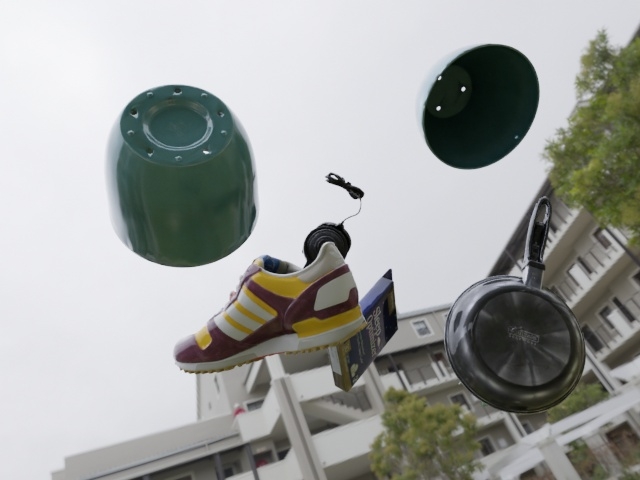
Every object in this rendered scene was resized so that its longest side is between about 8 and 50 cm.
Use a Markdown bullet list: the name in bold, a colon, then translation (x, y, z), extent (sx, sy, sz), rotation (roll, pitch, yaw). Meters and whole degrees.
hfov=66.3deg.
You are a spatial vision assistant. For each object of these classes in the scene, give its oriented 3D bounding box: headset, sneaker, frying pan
- **headset**: translation (0.000, 0.000, 1.489), extent (0.394, 0.185, 0.243), rotation (-57, -2, 11)
- **sneaker**: translation (-0.053, 0.058, 0.419), extent (0.185, 0.084, 0.069), rotation (-17, -2, 21)
- **frying pan**: translation (0.319, 0.095, 0.705), extent (0.326, 0.197, 0.053), rotation (-46, -16, -13)

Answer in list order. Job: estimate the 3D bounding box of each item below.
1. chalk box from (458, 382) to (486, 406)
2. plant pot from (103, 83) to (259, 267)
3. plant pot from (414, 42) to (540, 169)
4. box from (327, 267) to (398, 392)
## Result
- **chalk box**: translation (0.521, 0.341, 1.370), extent (0.288, 0.179, 0.180), rotation (-8, -31, -13)
- **plant pot**: translation (-0.248, -0.133, 0.889), extent (0.293, 0.293, 0.235), rotation (-13, -27, -19)
- **plant pot**: translation (0.353, -0.347, 1.211), extent (0.290, 0.195, 0.290), rotation (-6, -59, -10)
- **box**: translation (0.097, 0.169, 0.956), extent (0.225, 0.036, 0.136), rotation (-43, -43, -36)
